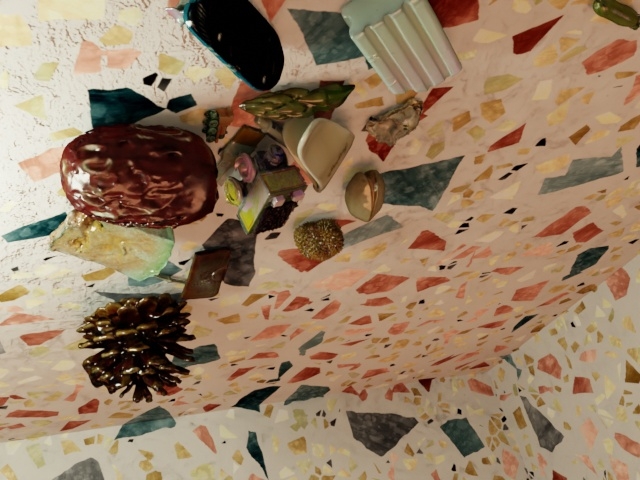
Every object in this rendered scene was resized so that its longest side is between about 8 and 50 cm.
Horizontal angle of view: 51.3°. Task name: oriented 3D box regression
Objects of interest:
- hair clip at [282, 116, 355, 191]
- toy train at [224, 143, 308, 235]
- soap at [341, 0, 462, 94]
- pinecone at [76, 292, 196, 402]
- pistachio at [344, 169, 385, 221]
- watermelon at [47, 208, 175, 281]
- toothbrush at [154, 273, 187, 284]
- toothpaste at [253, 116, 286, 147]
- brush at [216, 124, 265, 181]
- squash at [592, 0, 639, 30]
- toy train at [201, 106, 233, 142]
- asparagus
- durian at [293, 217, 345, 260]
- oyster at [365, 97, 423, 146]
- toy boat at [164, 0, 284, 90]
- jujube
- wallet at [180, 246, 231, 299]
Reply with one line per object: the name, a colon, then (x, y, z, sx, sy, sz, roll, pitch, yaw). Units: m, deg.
hair clip: (0.006, -0.229, 1.695, 0.172, 0.113, 0.282, -57, 143, -2)
toy train: (-0.152, -0.133, 1.751, 0.134, 0.177, 0.261, -16, 159, -31)
soap: (0.188, -0.448, 1.495, 0.173, 0.095, 0.289, -28, 149, 18)
pinecone: (-0.599, 0.362, 2.246, 0.398, 0.397, 0.397, -13, 150, -7)
pistachio: (0.134, -0.136, 1.974, 0.125, 0.124, 0.184, -11, 147, -10)
watermelon: (-0.543, -0.039, 1.803, 0.302, 0.151, 0.264, 23, 138, -25)
toothbrush: (-0.517, 0.118, 2.176, 0.294, 0.026, 0.028, 17, 123, -46)
toothpaste: (-0.093, -0.263, 1.714, 0.037, 0.061, 0.216, -30, 144, 26)
brush: (-0.264, -0.191, 1.781, 0.086, 0.020, 0.336, 10, 141, -40)
squash: (0.725, -0.557, 1.627, 0.184, 0.052, 0.052, 4, 145, -34)
toy train: (-0.251, -0.279, 1.620, 0.064, 0.044, 0.103, -14, 152, -26)
asparagus: (-0.053, -0.329, 1.596, 0.288, 0.080, 0.080, -7, 149, -15)
durian: (0.000, 0.000, 2.136, 0.158, 0.136, 0.168, -4, 146, 20)
oyster: (0.207, -0.313, 1.780, 0.166, 0.053, 0.108, -21, 125, 24)
toy boat: (-0.187, -0.417, 1.369, 0.092, 0.134, 0.299, 11, 167, 31)
jujube: (-0.410, -0.149, 1.575, 0.377, 0.258, 0.258, -5, 149, -30)
wallet: (-0.375, 0.111, 2.201, 0.137, 0.031, 0.255, -5, 143, -28)
